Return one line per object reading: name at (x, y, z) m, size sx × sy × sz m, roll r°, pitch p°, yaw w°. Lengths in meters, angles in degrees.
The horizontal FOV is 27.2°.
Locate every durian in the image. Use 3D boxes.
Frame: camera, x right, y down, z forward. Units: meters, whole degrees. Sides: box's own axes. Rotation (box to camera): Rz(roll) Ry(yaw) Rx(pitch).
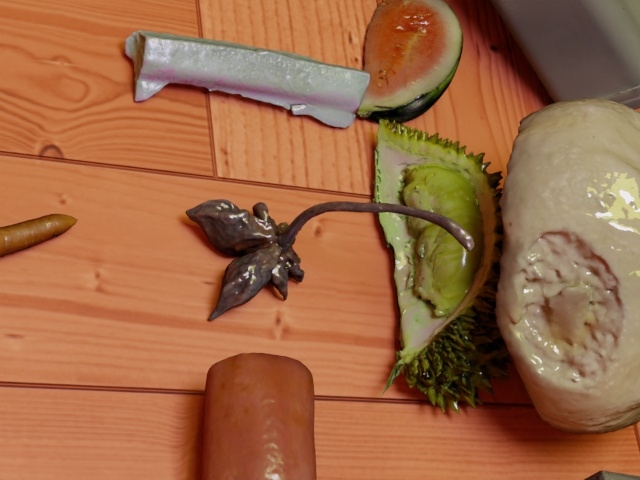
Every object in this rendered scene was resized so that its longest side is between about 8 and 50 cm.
durian at (0.146, 0.026, 1.486) m, size 0.169 × 0.158 × 0.351 m, roll -7°, pitch 61°, yaw 7°

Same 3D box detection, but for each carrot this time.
carrot at (-0.318, 0.002, 1.273) m, size 0.190 × 0.037 × 0.037 m, roll -12°, pitch 70°, yaw -37°

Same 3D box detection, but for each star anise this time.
star anise at (0.000, 0.000, 1.340) m, size 0.218 × 0.227 × 0.148 m, roll 36°, pitch 45°, yaw -20°

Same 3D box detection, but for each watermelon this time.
watermelon at (0.111, -0.232, 1.630) m, size 0.119 × 0.063 × 0.245 m, roll 18°, pitch 55°, yaw -3°

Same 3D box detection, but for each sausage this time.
sausage at (-0.056, 0.237, 1.233) m, size 0.114 × 0.113 × 0.259 m, roll 12°, pitch 57°, yaw -23°

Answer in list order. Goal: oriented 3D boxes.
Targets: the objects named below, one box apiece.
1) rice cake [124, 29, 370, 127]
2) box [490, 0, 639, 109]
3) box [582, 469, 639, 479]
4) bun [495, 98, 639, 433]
rice cake at (-0.081, -0.182, 1.501) m, size 0.290 × 0.051 × 0.081 m, roll 5°, pitch 95°, yaw -26°
box at (0.344, -0.391, 1.694) m, size 0.344 × 0.177 × 0.352 m, roll 52°, pitch 49°, yaw -24°
box at (0.349, 0.345, 1.366) m, size 0.231 × 0.149 × 0.155 m, roll 14°, pitch 57°, yaw -21°
bun at (0.325, 0.023, 1.413) m, size 0.364 × 0.202 × 0.364 m, roll -3°, pitch 90°, yaw -65°
